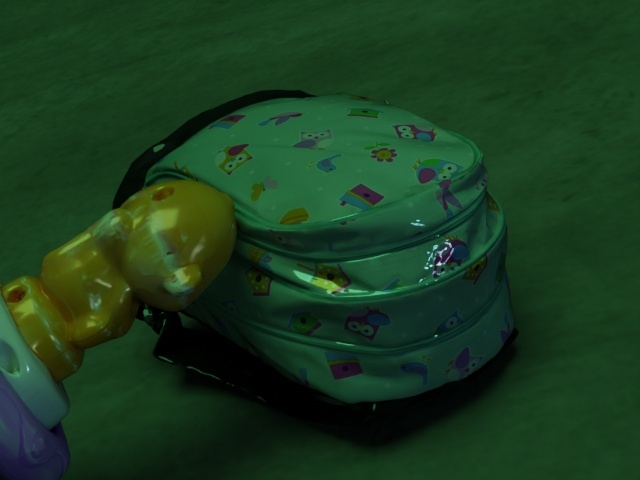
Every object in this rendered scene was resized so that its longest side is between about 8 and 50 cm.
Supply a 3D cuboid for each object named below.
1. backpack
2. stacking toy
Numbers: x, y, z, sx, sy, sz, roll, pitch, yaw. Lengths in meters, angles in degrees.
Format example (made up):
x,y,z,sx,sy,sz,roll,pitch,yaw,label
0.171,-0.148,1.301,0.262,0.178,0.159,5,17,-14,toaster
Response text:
x,y,z,sx,sy,sz,roll,pitch,yaw,label
0.000,0.000,0.582,0.152,0.115,0.182,-32,36,-23,backpack
-0.162,0.064,0.506,0.302,0.166,0.175,-31,33,-6,stacking toy
